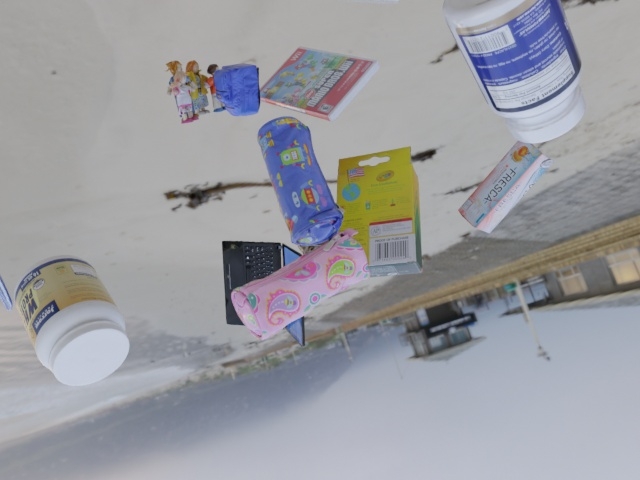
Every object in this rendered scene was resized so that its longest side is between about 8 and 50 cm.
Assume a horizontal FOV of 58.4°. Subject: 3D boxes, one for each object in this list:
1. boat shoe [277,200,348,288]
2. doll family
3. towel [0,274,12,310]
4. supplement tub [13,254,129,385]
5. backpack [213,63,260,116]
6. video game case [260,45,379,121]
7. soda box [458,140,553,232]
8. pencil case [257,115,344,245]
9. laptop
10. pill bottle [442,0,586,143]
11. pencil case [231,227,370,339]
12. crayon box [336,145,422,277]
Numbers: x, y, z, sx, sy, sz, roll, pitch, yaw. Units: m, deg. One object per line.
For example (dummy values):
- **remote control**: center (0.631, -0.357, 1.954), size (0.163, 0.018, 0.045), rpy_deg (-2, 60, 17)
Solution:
- **boat shoe**: center (0.000, 0.000, 1.505), size (0.121, 0.110, 0.341), rpy_deg (-23, 130, 18)
- **doll family**: center (-0.376, -0.433, 1.632), size (0.118, 0.163, 0.263), rpy_deg (-1, -158, 24)
- **towel**: center (-0.791, -0.025, 1.286), size (0.040, 0.336, 0.243), rpy_deg (-26, 157, -26)
- **supplement tub**: center (-0.669, 0.212, 1.546), size (0.228, 0.316, 0.228), rpy_deg (-26, 139, -26)
- **backpack**: center (-0.203, -0.363, 1.394), size (0.101, 0.120, 0.098), rpy_deg (-16, -153, -22)
- **video game case**: center (-0.014, -0.413, 1.486), size (0.204, 0.285, 0.025), rpy_deg (-52, 140, -16)
- **soda box**: center (0.350, -0.102, 1.088), size (0.063, 0.058, 0.183), rpy_deg (13, 122, -47)
- **pencil case**: center (-0.045, -0.136, 1.302), size (0.133, 0.306, 0.119), rpy_deg (-22, 159, 2)
- **laptop**: center (-0.148, 0.129, 1.439), size (0.264, 0.234, 0.136), rpy_deg (2, -169, 16)
- **pill bottle**: center (0.308, -0.285, 0.880), size (0.153, 0.153, 0.265), rpy_deg (-22, 130, 24)
- **pencil case**: center (-0.034, 0.083, 1.139), size (0.284, 0.124, 0.124), rpy_deg (-29, 176, -22)
- **crayon box**: center (0.145, -0.069, 1.434), size (0.202, 0.319, 0.081), rpy_deg (-6, 155, 20)
